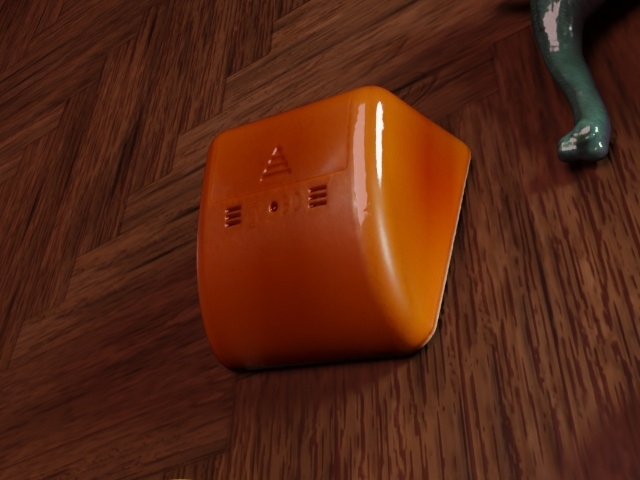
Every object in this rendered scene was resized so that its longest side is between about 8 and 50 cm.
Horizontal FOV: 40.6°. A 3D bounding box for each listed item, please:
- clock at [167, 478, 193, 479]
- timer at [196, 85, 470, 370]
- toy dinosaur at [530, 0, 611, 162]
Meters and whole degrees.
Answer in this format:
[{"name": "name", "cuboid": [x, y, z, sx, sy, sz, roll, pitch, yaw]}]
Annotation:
[{"name": "clock", "cuboid": [-0.165, 0.331, 0.724, 0.293, 0.071, 0.277, -9, 48, 37]}, {"name": "timer", "cuboid": [0.000, 0.000, 0.869, 0.257, 0.161, 0.250, -11, 63, 36]}, {"name": "toy dinosaur", "cuboid": [0.325, -0.275, 0.854, 0.383, 0.129, 0.331, -36, 48, 9]}]
